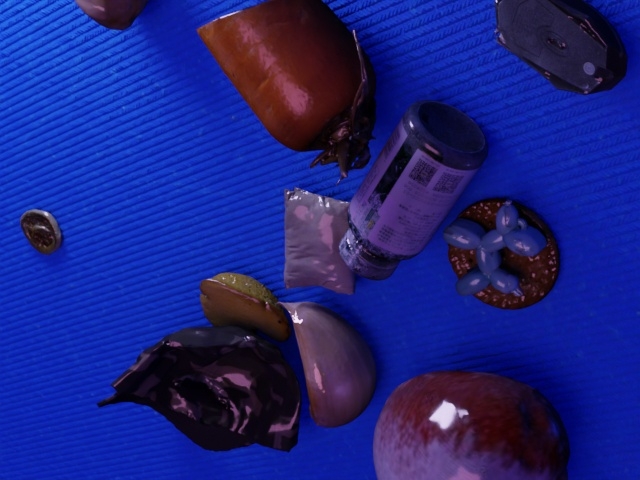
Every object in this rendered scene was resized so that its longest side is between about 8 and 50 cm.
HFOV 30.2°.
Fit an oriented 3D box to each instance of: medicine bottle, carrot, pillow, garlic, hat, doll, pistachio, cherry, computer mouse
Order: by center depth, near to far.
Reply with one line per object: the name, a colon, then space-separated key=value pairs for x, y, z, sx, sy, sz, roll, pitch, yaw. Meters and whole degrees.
computer mouse: x=0.335 y=-0.294 z=1.657 sx=0.231 sy=0.071 sz=0.126 roll=39 pitch=142 yaw=24
doll: x=0.269 y=0.011 z=1.816 sx=0.158 sy=0.059 sz=0.159 roll=4 pitch=112 yaw=34
carrot: x=-0.016 y=-0.249 z=1.824 sx=0.214 sy=0.193 sz=0.331 roll=-34 pitch=87 yaw=18
medicine bottle: x=0.133 y=-0.069 z=1.846 sx=0.141 sy=0.141 sz=0.293 roll=39 pitch=127 yaw=11
cherry: x=0.240 y=0.370 z=1.910 sx=0.335 sy=0.291 sz=0.326 roll=-1 pitch=104 yaw=42
pistachio: x=-0.368 y=-0.467 z=1.985 sx=0.238 sy=0.138 sz=0.153 roll=68 pitch=162 yaw=-10
pillow: x=0.000 y=0.000 z=2.008 sx=0.134 sy=0.078 sz=0.181 roll=11 pitch=114 yaw=25
garlic: x=0.010 y=0.218 z=2.070 sx=0.164 sy=0.145 sz=0.245 roll=4 pitch=117 yaw=48
hat: x=-0.235 y=0.265 z=2.233 sx=0.366 sy=0.257 sz=0.382 roll=28 pitch=174 yaw=-25

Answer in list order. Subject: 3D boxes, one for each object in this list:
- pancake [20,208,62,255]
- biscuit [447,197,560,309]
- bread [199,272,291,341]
pancake: x=-0.565 y=-0.019 z=2.400 sx=0.108 sy=0.017 sz=0.108 roll=16 pitch=124 yaw=25
biscuit: x=0.288 y=0.021 z=1.863 sx=0.188 sy=0.027 sz=0.188 roll=14 pitch=118 yaw=28
bread: x=-0.133 y=0.127 z=2.169 sx=0.188 sy=0.065 sz=0.149 roll=24 pitch=139 yaw=8
